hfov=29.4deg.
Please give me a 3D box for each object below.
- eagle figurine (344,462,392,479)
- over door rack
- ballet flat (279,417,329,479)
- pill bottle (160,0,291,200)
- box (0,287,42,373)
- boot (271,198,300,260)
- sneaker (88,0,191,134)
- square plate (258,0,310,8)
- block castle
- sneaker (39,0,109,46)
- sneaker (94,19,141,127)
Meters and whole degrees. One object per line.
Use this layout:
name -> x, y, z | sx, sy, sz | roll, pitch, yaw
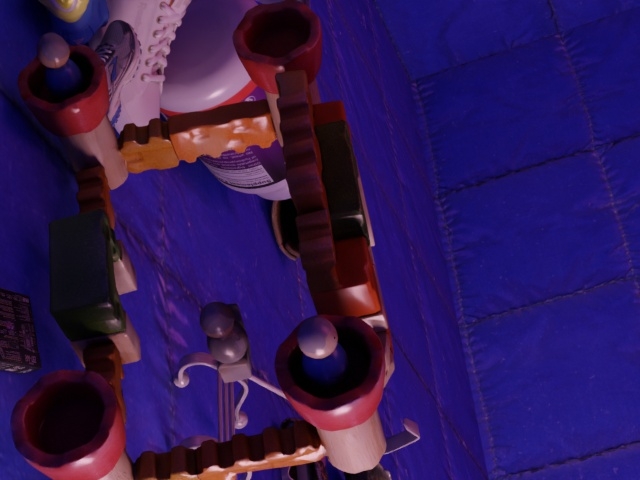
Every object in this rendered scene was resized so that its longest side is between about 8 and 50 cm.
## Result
eagle figurine -> 0.124, 0.479, 1.840 | 0.298, 0.225, 0.226 | 32, -12, -26
over door rack -> -0.027, 0.282, 1.356 | 0.324, 0.108, 0.239 | 23, 41, -29
ballet flat -> -0.020, 0.331, 1.605 | 0.079, 0.077, 0.221 | 31, 36, -44
pill bottle -> -0.105, -0.181, 1.624 | 0.323, 0.182, 0.181 | 51, 25, -57
box -> -0.264, 0.073, 1.013 | 0.083, 0.018, 0.067 | 32, 43, -71
boot -> 0.000, 0.000, 2.016 | 0.203, 0.095, 0.261 | -77, 146, -66
sneaker -> -0.196, -0.256, 1.406 | 0.106, 0.123, 0.290 | -34, 121, -73
square plate -> -0.146, -0.330, 1.121 | 0.344, 0.049, 0.347 | 29, -3, -1
block castle -> -0.108, -0.005, 1.079 | 0.212, 0.303, 0.453 | 75, 4, -53
sneaker -> -0.278, -0.304, 1.332 | 0.126, 0.091, 0.240 | 87, -2, -48
sneaker -> -0.236, -0.183, 1.320 | 0.058, 0.052, 0.135 | 34, 61, -49
